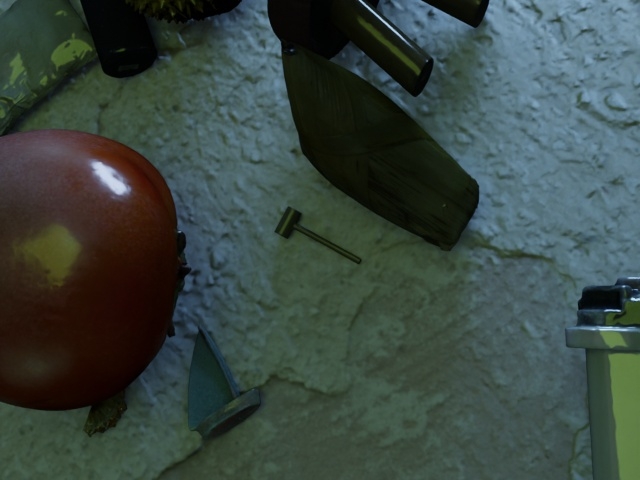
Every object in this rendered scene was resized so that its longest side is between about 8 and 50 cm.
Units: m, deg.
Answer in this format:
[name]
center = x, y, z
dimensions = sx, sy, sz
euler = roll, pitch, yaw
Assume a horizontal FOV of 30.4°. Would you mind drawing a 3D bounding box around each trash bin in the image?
[trash bin]
center = 0.384, 0.221, 1.110
dimensions = 0.295, 0.256, 0.368
euler = 1, 86, 15

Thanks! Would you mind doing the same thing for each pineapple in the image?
[pineapple]
center = -0.256, 0.200, 1.418
dimensions = 0.045, 0.019, 0.083
euler = 19, 82, 22

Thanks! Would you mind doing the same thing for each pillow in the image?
[pillow]
center = -0.400, -0.227, 1.532
dimensions = 0.229, 0.050, 0.148
euler = -38, 76, 4

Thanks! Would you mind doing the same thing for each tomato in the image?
[tomato]
center = -0.304, 0.029, 1.312
dimensions = 0.321, 0.321, 0.322
euler = -3, 78, 16

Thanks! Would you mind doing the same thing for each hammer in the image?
[hammer]
center = 0.000, 0.000, 1.384
dimensions = 0.110, 0.019, 0.036
euler = 29, 89, 15

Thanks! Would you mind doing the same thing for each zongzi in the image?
[zongzi]
center = 0.064, -0.108, 1.261
dimensions = 0.228, 0.256, 0.115
euler = 36, 80, 20

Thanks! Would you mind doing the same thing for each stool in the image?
[stool]
center = 0.078, -0.308, 1.284
dimensions = 0.178, 0.272, 0.272
euler = 26, 88, 18

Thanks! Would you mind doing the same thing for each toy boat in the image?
[toy boat]
center = -0.130, 0.165, 1.386
dimensions = 0.096, 0.034, 0.122
euler = -34, 63, 8

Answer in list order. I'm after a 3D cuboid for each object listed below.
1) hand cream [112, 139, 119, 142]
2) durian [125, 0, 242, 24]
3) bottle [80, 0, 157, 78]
[hand cream]
center = -0.374, -0.090, 1.492
dimensions = 0.255, 0.079, 0.048
euler = -7, 35, 13
[durian]
center = -0.139, -0.337, 1.416
dimensions = 0.237, 0.193, 0.138
euler = -14, 95, 30
[bottle]
center = -0.275, -0.330, 1.499
dimensions = 0.082, 0.072, 0.245
euler = -42, 63, 49
